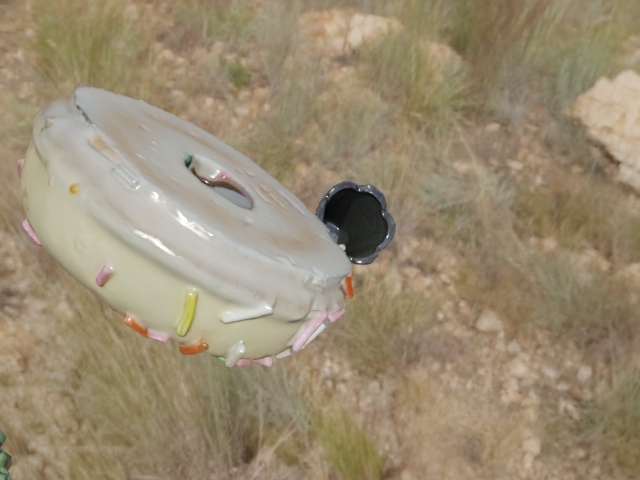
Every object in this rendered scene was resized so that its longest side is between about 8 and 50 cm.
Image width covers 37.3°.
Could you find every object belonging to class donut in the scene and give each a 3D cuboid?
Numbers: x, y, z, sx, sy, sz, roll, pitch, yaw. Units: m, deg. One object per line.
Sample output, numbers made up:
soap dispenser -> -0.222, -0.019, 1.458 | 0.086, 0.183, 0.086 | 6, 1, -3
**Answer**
donut -> -0.143, -0.011, 1.000 | 0.382, 0.142, 0.382 | 32, 15, -10

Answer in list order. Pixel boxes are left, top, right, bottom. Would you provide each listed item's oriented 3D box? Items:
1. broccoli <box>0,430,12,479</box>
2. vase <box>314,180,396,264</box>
broccoli -> -0.268, 0.132, 0.345 | 0.288, 0.260, 0.235 | 12, 6, 31
vase -> 0.000, 0.000, 1.317 | 0.115, 0.237, 0.115 | 6, 76, -23
